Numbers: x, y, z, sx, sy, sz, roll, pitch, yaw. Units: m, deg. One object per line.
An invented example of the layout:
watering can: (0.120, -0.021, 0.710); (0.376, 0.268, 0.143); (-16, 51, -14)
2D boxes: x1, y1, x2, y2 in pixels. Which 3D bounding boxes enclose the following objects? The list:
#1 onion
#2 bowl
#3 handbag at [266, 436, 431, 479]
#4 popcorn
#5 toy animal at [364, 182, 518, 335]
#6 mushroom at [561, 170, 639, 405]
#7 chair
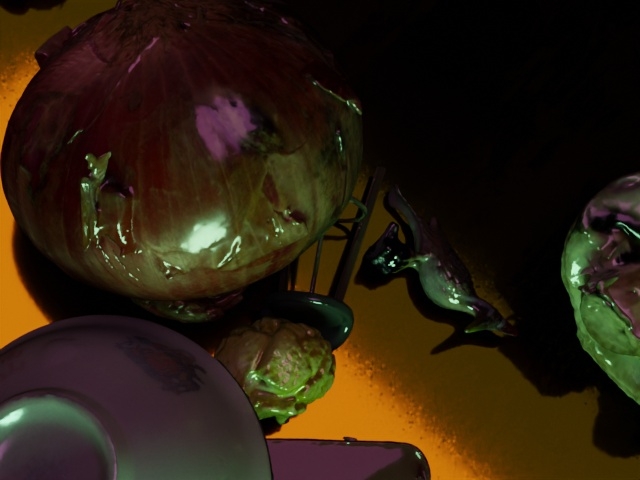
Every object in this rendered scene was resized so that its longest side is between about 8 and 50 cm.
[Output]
onion: (-0.127, -0.090, 1.234); (0.354, 0.353, 0.353); (3, 75, -10)
bowl: (-0.223, 0.215, 1.176); (0.346, 0.157, 0.345); (-2, 72, 8)
handbag: (-0.031, 0.319, 1.281); (0.276, 0.084, 0.260); (4, 77, -9)
popcorn: (-0.046, 0.131, 1.305); (0.121, 0.116, 0.106); (6, 50, -13)
toy animal: (0.127, 0.033, 1.392); (0.202, 0.070, 0.105); (41, 53, 6)
mushroom: (0.359, 0.065, 1.378); (0.267, 0.164, 0.189); (44, 68, 6)
chair: (0.000, 0.000, 1.360); (0.104, 0.095, 0.221); (9, 74, 4)
